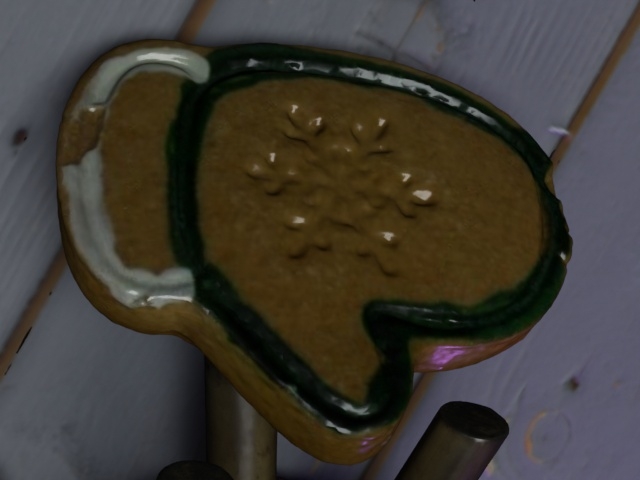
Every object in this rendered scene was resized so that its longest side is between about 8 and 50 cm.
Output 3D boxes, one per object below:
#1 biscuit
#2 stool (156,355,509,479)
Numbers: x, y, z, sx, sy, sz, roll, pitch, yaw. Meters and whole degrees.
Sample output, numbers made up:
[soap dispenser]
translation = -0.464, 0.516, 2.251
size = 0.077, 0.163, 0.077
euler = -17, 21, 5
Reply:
[biscuit]
translation = 0.000, -0.001, 1.132
size = 0.343, 0.057, 0.287
euler = 9, 58, -14
[stool]
translation = -0.007, 0.203, 1.150
size = 0.272, 0.272, 0.178
euler = 4, 120, -17
